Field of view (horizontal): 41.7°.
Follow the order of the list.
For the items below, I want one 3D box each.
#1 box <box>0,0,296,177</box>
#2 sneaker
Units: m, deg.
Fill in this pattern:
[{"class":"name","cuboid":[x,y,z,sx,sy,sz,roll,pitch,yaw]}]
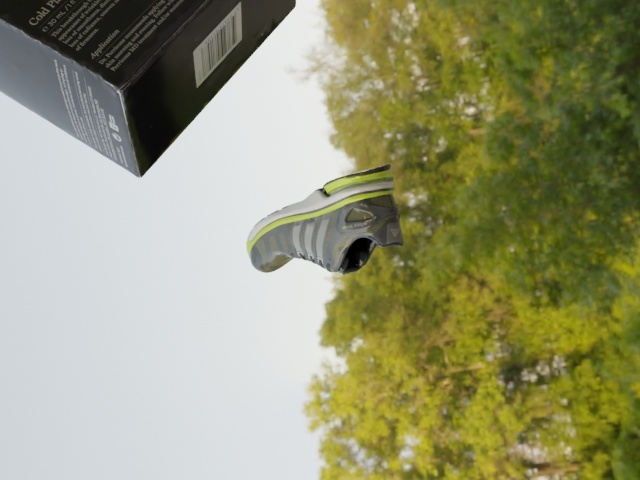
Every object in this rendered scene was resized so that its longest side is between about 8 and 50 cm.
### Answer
[{"class":"box","cuboid":[-0.245,-0.311,1.023,0.343,0.312,0.179,-53,-13,-24]},{"class":"sneaker","cuboid":[0.000,0.000,1.212,0.111,0.300,0.121,-9,-104,-42]}]
